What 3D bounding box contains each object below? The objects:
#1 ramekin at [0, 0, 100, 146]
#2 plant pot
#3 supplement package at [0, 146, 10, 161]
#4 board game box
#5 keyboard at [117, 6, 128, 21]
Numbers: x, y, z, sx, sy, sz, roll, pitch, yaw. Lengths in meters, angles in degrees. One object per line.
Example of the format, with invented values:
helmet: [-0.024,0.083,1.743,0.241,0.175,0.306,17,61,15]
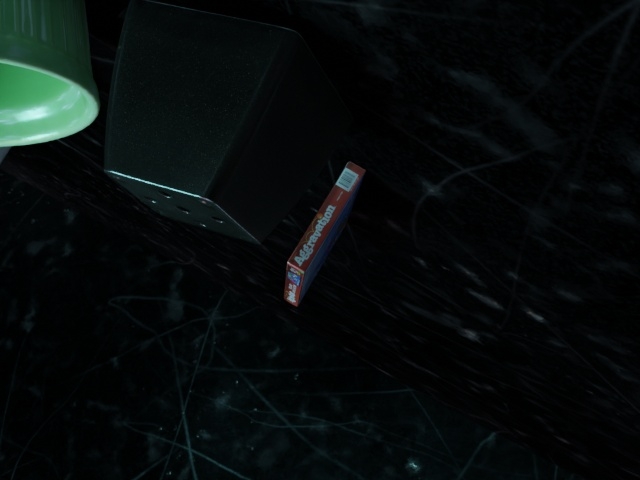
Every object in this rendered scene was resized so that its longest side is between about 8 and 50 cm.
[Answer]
ramekin: [-0.400,-0.218,1.067,0.303,0.148,0.303,-3,169,-1]
plant pot: [-0.102,-0.104,0.941,0.187,0.167,0.188,16,166,23]
supplement package: [-0.521,-0.196,1.344,0.198,0.263,0.199,34,-175,-12]
board game box: [0.000,0.000,1.253,0.027,0.145,0.281,31,168,4]
keyboard: [-0.141,-0.219,1.008,0.180,0.023,0.108,20,170,40]
